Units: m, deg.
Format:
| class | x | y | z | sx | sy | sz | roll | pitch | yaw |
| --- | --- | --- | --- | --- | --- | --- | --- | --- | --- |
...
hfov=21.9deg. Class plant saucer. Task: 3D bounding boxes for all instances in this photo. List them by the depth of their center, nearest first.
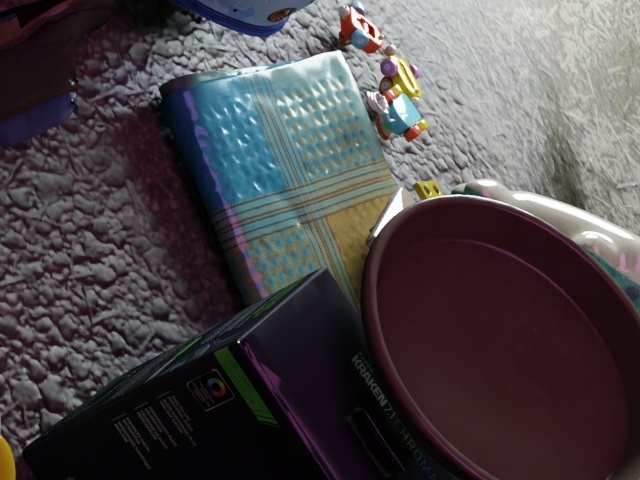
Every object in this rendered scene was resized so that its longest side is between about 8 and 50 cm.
| class | x | y | z | sx | sy | sz | roll | pitch | yaw |
| --- | --- | --- | --- | --- | --- | --- | --- | --- | --- |
| plant saucer | 0.145 | 0.089 | 1.244 | 0.278 | 0.041 | 0.278 | 19 | 47 | -22 |

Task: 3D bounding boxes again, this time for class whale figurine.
| class | x | y | z | sx | sy | sz | roll | pitch | yaw |
| --- | --- | --- | --- | --- | --- | --- | --- | --- | --- |
| whale figurine | 0.252 | 0.034 | 1.787 | 0.272 | 0.216 | 0.141 | 29 | 86 | -7 |

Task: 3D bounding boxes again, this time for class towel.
| class | x | y | z | sx | sy | sz | roll | pitch | yaw |
| --- | --- | --- | --- | --- | --- | --- | --- | --- | --- |
| towel | 0.000 | 0.000 | 1.612 | 0.271 | 0.040 | 0.370 | -15 | 82 | -50 |

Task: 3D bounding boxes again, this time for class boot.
| class | x | y | z | sx | sy | sz | roll | pitch | yaw |
| --- | --- | --- | --- | --- | --- | --- | --- | --- | --- |
| boot | -0.243 | -0.149 | 1.424 | 0.219 | 0.082 | 0.106 | -31 | 114 | -56 |

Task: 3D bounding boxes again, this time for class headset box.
| class | x | y | z | sx | sy | sz | roll | pitch | yaw |
| --- | --- | --- | --- | --- | --- | --- | --- | --- | --- |
| headset box | -0.041 | 0.187 | 1.255 | 0.246 | 0.283 | 0.131 | 58 | 38 | -6 |

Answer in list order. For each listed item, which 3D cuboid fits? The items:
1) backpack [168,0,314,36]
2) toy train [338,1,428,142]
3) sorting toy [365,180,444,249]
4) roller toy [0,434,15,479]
| class | x | y | z | sx | sy | sz | roll | pitch | yaw |
| --- | --- | --- | --- | --- | --- | --- | --- | --- | --- |
| backpack | -0.088 | -0.330 | 1.576 | 0.276 | 0.213 | 0.263 | 19 | 46 | -32 |
| toy train | 0.057 | -0.171 | 1.763 | 0.125 | 0.046 | 0.166 | 31 | 36 | -38 |
| sorting toy | 0.092 | 0.029 | 1.616 | 0.132 | 0.046 | 0.274 | 51 | 26 | -9 |
| roller toy | -0.317 | 0.122 | 1.099 | 0.191 | 0.146 | 0.209 | -28 | 90 | -51 |
